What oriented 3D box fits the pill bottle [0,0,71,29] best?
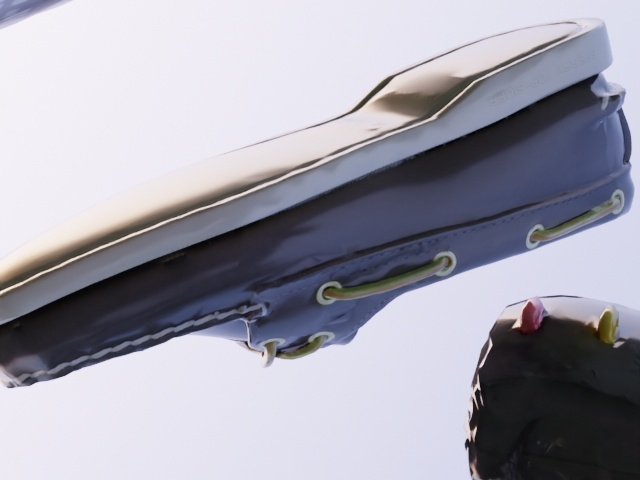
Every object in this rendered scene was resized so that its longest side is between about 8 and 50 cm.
[{"bbox_3d":[-0.151,-0.085,0.285,0.318,0.176,0.176,-28,-152,-28],"label":"pill bottle"}]

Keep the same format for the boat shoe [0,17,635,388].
[{"bbox_3d":[0.000,0.000,0.573,0.228,0.069,0.081,-24,-164,-19],"label":"boat shoe"}]

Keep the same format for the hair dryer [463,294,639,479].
[{"bbox_3d":[0.178,0.072,0.370,0.293,0.223,0.080,-3,-135,13],"label":"hair dryer"}]
